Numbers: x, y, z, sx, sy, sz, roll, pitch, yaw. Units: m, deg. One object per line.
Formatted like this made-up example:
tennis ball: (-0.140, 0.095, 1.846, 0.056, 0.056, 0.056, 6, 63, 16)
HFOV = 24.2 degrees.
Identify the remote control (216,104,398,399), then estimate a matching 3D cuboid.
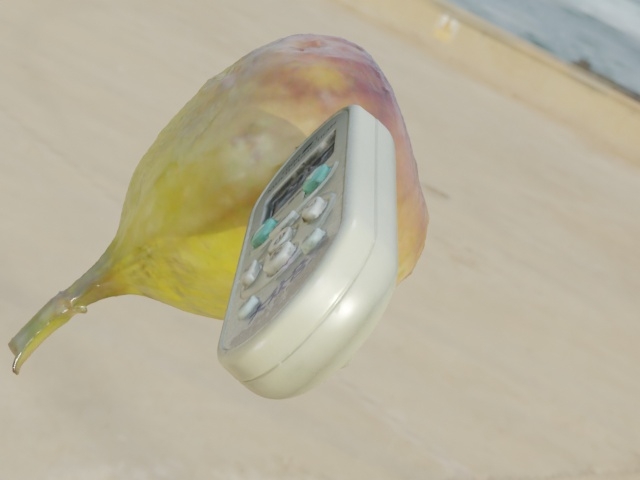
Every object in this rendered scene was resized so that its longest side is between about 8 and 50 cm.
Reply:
remote control: (0.000, 0.000, 0.625, 0.042, 0.078, 0.221, 40, 17, -11)

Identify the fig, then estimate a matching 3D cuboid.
fig: (-0.061, -0.002, 0.822, 0.159, 0.257, 0.159, 57, -4, 7)
